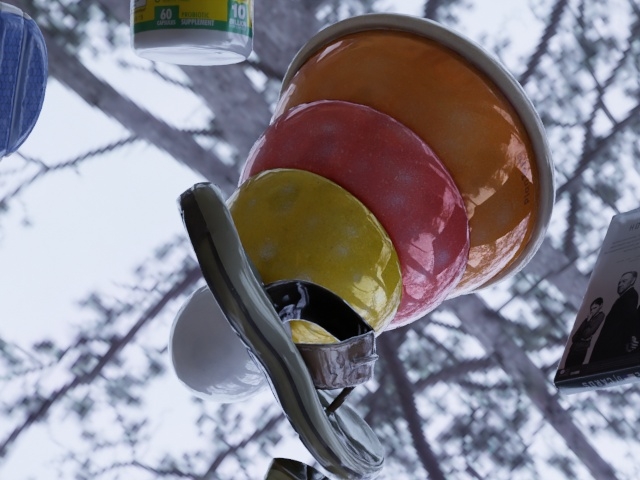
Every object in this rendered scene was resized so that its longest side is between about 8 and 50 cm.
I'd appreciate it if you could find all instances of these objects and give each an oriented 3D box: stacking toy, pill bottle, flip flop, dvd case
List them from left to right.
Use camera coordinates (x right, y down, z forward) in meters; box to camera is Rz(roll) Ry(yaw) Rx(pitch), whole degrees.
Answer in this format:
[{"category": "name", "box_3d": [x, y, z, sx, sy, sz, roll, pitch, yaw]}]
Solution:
[{"category": "pill bottle", "box_3d": [-0.120, -0.277, 1.447, 0.118, 0.118, 0.208, 0, -93, 36]}, {"category": "flip flop", "box_3d": [-0.009, 0.060, 0.990, 0.080, 0.277, 0.112, -31, -142, -4]}, {"category": "stacking toy", "box_3d": [0.000, 0.000, 1.578, 0.351, 0.350, 0.480, -1, -152, 36]}, {"category": "dvd case", "box_3d": [0.348, 0.047, 1.591, 0.179, 0.029, 0.238, -19, -145, 48]}]

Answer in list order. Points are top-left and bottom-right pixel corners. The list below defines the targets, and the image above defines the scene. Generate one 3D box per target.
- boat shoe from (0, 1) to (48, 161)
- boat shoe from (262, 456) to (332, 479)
[{"category": "boat shoe", "box_3d": [-0.150, -0.042, 0.390, 0.066, 0.183, 0.066, 13, -84, 25]}, {"category": "boat shoe", "box_3d": [0.017, 0.183, 0.868, 0.153, 0.056, 0.048, 36, -80, 32]}]
